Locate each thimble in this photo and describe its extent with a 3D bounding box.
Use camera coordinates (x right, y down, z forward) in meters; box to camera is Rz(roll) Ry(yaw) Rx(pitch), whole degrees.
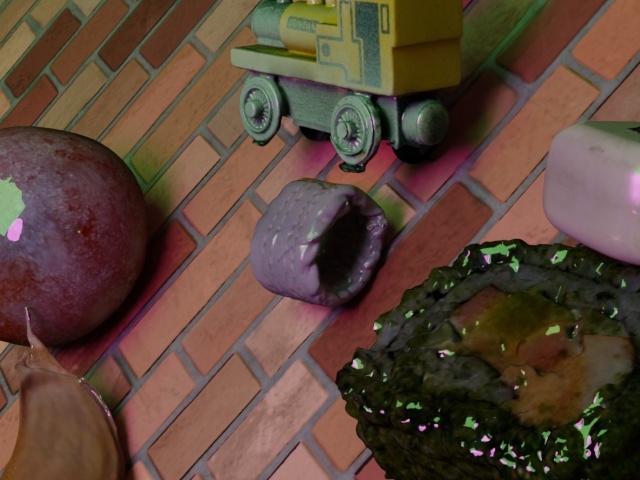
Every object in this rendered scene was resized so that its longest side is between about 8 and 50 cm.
[{"bbox_3d":[0.000,0.003,1.779,0.118,0.127,0.151,14,72,47],"label":"thimble"}]

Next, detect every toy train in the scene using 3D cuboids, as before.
[{"bbox_3d":[0.020,-0.221,1.837,0.369,0.150,0.237,17,114,49],"label":"toy train"}]

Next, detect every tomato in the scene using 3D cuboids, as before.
[{"bbox_3d":[-0.395,-0.008,2.065,0.317,0.282,0.316,-8,74,27],"label":"tomato"}]

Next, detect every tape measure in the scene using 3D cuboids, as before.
[{"bbox_3d":[0.361,-0.045,1.375,0.258,0.265,0.130,27,114,55],"label":"tape measure"}]

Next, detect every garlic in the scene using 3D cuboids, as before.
[{"bbox_3d":[-0.330,0.261,1.865,0.151,0.196,0.338,-17,41,18],"label":"garlic"}]

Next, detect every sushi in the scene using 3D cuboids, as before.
[{"bbox_3d":[0.211,0.139,1.391,0.294,0.178,0.352,-45,36,-24],"label":"sushi"}]
